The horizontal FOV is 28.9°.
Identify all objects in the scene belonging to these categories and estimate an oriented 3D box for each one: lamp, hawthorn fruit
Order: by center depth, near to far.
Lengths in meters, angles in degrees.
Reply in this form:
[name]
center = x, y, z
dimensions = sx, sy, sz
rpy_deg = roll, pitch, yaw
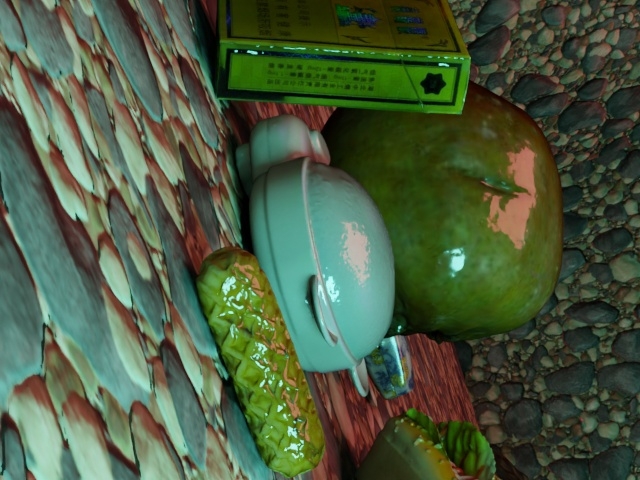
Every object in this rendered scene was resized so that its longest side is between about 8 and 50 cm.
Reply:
[lamp]
center = 0.002, -0.002, 1.040
dimensions = 0.179, 0.108, 0.246
rpy_deg = 68, 6, -58
[hawthorn fruit]
center = 0.107, -0.048, 1.234
dimensions = 0.268, 0.268, 0.301
rpy_deg = 54, 42, -67

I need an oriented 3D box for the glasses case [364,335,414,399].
[glasses case]
center = 0.050, 0.058, 1.405
dimensions = 0.087, 0.065, 0.248
rpy_deg = -45, 116, -85

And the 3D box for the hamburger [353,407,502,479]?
[hamburger]
center = 0.110, 0.242, 1.080
dimensions = 0.173, 0.116, 0.210
rpy_deg = 69, -11, -22

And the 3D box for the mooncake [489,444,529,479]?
[mooncake]
center = 0.200, 0.324, 1.392
dimensions = 0.228, 0.124, 0.228
rpy_deg = 41, 10, -9

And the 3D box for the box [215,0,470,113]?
[box]
center = 0.016, -0.176, 1.122
dimensions = 0.141, 0.220, 0.064
rpy_deg = -99, -168, -57

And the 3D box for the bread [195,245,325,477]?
[bread]
center = -0.037, 0.077, 0.784
dimensions = 0.052, 0.044, 0.157
rpy_deg = -67, 138, -75
